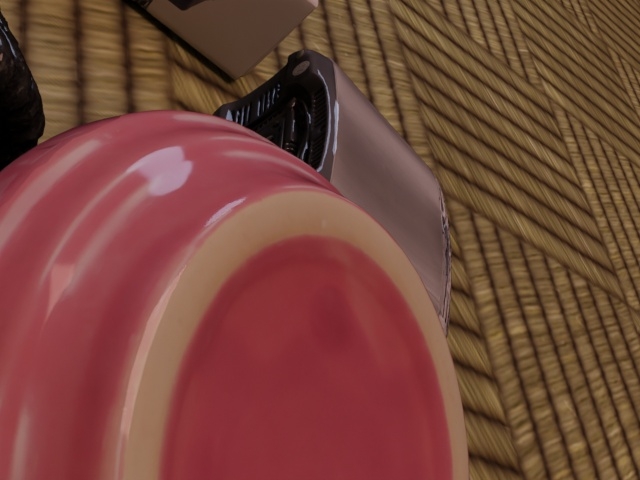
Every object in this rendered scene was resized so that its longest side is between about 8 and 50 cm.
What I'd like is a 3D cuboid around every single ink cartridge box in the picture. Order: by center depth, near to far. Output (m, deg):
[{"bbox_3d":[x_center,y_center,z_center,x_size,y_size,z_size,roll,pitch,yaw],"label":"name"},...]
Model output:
[{"bbox_3d":[-0.113,-0.261,0.832,0.237,0.100,0.172,36,35,-29],"label":"ink cartridge box"}]

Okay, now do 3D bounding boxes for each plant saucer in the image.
[{"bbox_3d":[-0.027,0.106,0.467,0.332,0.084,0.332,15,71,-54],"label":"plant saucer"}]

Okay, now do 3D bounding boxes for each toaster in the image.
[{"bbox_3d":[0.000,0.000,0.699,0.146,0.129,0.227,38,34,-30],"label":"toaster"}]

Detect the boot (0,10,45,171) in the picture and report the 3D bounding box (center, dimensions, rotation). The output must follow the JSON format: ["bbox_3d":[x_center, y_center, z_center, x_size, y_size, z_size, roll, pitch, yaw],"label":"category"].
[{"bbox_3d":[-0.278,-0.167,0.467,0.348,0.131,0.260,17,46,-48],"label":"boot"}]
